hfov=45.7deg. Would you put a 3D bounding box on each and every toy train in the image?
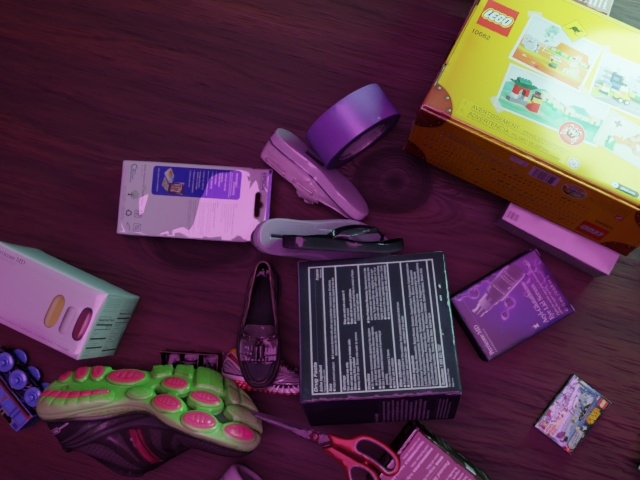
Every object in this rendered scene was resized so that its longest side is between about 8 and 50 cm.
[{"bbox_3d":[-0.657,0.316,1.632,0.105,0.080,0.184,-43,84,5],"label":"toy train"}]

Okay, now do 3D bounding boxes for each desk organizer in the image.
[{"bbox_3d":[-0.277,0.260,1.622,0.130,0.050,0.047,3,85,4],"label":"desk organizer"}]

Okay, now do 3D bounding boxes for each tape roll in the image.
[{"bbox_3d":[0.068,-0.235,1.575,0.189,0.189,0.080,-34,84,0],"label":"tape roll"}]

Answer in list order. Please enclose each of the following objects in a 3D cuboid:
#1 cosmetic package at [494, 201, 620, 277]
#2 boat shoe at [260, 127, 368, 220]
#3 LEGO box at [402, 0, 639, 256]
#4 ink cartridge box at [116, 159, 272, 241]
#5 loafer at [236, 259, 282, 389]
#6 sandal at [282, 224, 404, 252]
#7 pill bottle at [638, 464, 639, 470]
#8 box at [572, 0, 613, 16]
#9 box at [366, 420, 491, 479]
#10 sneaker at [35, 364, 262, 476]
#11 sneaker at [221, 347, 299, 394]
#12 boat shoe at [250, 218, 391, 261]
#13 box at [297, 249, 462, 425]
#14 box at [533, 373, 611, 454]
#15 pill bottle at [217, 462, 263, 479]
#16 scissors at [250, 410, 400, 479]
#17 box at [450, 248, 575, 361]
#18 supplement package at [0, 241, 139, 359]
[{"bbox_3d":[0.487,-0.007,1.571,0.239,0.099,0.060,29,85,6],"label":"cosmetic package"},{"bbox_3d":[-0.017,-0.123,1.623,0.267,0.096,0.088,40,117,0],"label":"boat shoe"},{"bbox_3d":[0.473,-0.257,1.503,0.500,0.193,0.372,27,71,6],"label":"LEGO box"},{"bbox_3d":[-0.268,-0.081,1.647,0.333,0.065,0.165,5,86,6],"label":"ink cartridge box"},{"bbox_3d":[-0.128,0.168,1.562,0.096,0.084,0.267,-1,63,1],"label":"loafer"},{"bbox_3d":[0.052,-0.006,1.505,0.255,0.097,0.054,3,92,-20],"label":"sandal"},{"bbox_3d":[0.718,0.406,1.511,0.108,0.108,0.180,35,88,6],"label":"pill bottle"},{"bbox_3d":[0.441,-0.593,1.609,0.382,0.143,0.191,21,87,4],"label":"box"},{"bbox_3d":[0.216,0.486,1.508,0.203,0.168,0.167,38,88,6],"label":"box"},{"bbox_3d":[-0.339,0.375,1.558,0.483,0.185,0.202,3,120,17],"label":"sneaker"},{"bbox_3d":[-0.098,0.273,1.591,0.225,0.088,0.092,7,84,4],"label":"sneaker"},{"bbox_3d":[0.000,0.000,1.590,0.302,0.094,0.109,10,89,-19],"label":"boat shoe"},{"bbox_3d":[0.108,0.195,1.496,0.294,0.182,0.296,-3,61,3],"label":"box"},{"bbox_3d":[0.520,0.359,1.569,0.094,0.027,0.137,38,89,8],"label":"box"},{"bbox_3d":[-0.205,0.582,1.547,0.131,0.131,0.229,42,89,6],"label":"pill bottle"},{"bbox_3d":[0.011,0.375,1.455,0.297,0.021,0.109,34,90,13],"label":"scissors"},{"bbox_3d":[0.384,0.133,1.560,0.207,0.108,0.153,-32,84,0],"label":"box"},{"bbox_3d":[-0.548,0.125,1.577,0.262,0.204,0.145,23,86,6],"label":"supplement package"}]
